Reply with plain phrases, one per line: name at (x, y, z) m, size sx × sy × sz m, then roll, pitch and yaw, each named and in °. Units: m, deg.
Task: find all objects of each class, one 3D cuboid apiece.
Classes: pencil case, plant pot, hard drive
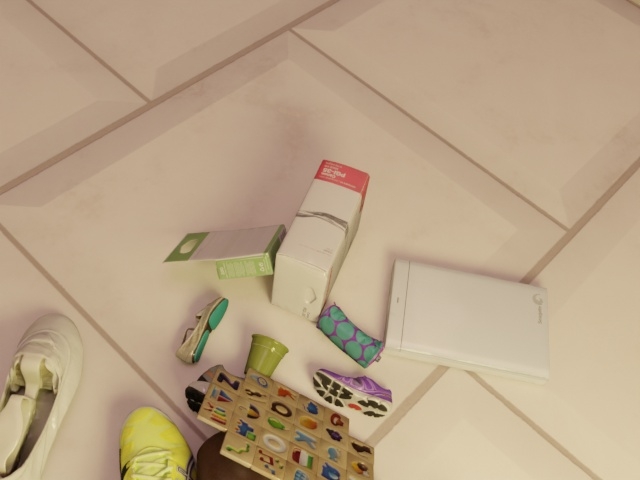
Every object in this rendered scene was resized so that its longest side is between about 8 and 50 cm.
pencil case at (0.063, 0.201, 1.571) m, size 0.151 × 0.064 × 0.070 m, roll 38°, pitch 74°, yaw 18°
plant pot at (-0.117, 0.243, 1.512) m, size 0.083 × 0.083 × 0.079 m, roll 21°, pitch 65°, yaw 7°
hard drive at (0.323, 0.174, 1.641) m, size 0.352 × 0.047 × 0.233 m, roll 12°, pitch 54°, yaw -1°
plant pot at (-0.127, 0.449, 1.295) m, size 0.215 × 0.215 × 0.230 m, roll -18°, pitch 46°, yaw -20°

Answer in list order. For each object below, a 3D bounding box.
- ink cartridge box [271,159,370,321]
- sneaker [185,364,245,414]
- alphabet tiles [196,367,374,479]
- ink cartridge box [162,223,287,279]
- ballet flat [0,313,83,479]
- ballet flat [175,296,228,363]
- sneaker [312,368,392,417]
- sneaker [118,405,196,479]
ink cartridge box at (0.000, 0.000, 1.619) m, size 0.117 × 0.207 × 0.283 m, roll 20°, pitch 54°, yaw 7°
sneaker at (-0.124, 0.328, 1.433) m, size 0.271 × 0.100 × 0.108 m, roll 31°, pitch 47°, yaw 12°
alphabet tiles at (-0.053, 0.350, 1.347) m, size 0.342 × 0.011 × 0.285 m, roll 28°, pitch 17°, yaw -6°
ink cartridge box at (-0.201, 0.027, 1.624) m, size 0.235 × 0.056 × 0.171 m, roll -7°, pitch 21°, yaw 13°
ballet flat at (-0.533, 0.288, 1.379) m, size 0.139 × 0.139 × 0.400 m, roll 7°, pitch 53°, yaw -3°
ballet flat at (-0.248, 0.177, 1.550) m, size 0.052 × 0.057 × 0.168 m, roll 16°, pitch 53°, yaw 15°
sneaker at (0.065, 0.301, 1.512) m, size 0.169 × 0.068 × 0.071 m, roll 23°, pitch 39°, yaw -2°
sneaker at (-0.270, 0.454, 1.287) m, size 0.145 × 0.147 × 0.385 m, roll -12°, pitch 56°, yaw -14°
